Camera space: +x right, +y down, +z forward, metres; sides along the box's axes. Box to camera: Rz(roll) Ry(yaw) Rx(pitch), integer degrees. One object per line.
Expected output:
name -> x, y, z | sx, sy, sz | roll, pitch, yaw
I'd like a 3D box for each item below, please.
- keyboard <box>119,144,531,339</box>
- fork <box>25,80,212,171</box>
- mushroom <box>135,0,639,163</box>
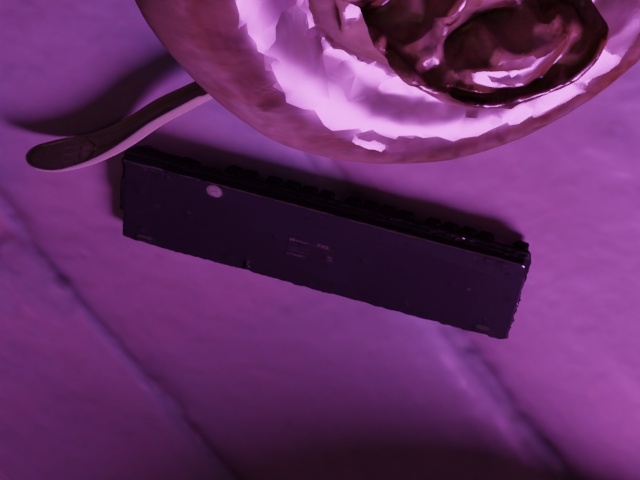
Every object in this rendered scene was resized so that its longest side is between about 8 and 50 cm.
keyboard -> 0.000, 0.000, 0.837 | 0.195, 0.018, 0.060 | 16, 135, 5
fork -> -0.047, -0.073, 0.790 | 0.219, 0.034, 0.028 | -18, 145, 28
mushroom -> 0.044, -0.118, 0.621 | 0.226, 0.178, 0.226 | -16, 138, -16
